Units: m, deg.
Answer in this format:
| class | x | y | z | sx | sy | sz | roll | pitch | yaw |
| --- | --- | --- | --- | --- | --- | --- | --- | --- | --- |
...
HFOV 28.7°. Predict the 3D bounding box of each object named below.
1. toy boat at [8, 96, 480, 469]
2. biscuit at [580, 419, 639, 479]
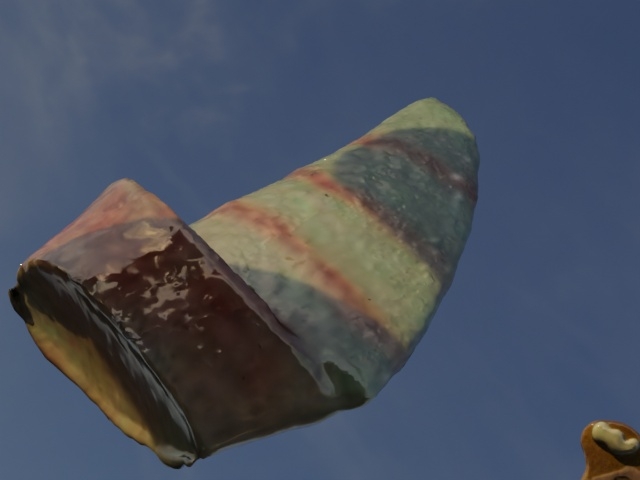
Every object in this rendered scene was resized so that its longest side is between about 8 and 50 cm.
| class | x | y | z | sx | sy | sz | roll | pitch | yaw |
| --- | --- | --- | --- | --- | --- | --- | --- | --- | --- |
| toy boat | 0.000 | 0.000 | 0.662 | 0.206 | 0.282 | 0.096 | 29 | -44 | 37 |
| biscuit | 0.223 | 0.251 | 0.974 | 0.138 | 0.031 | 0.205 | 29 | -81 | 6 |
